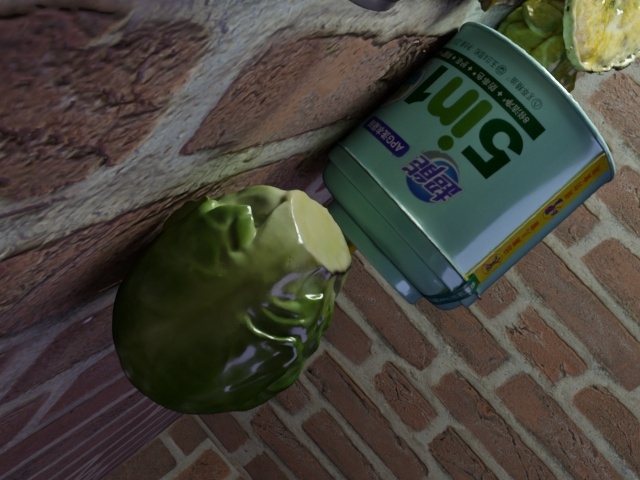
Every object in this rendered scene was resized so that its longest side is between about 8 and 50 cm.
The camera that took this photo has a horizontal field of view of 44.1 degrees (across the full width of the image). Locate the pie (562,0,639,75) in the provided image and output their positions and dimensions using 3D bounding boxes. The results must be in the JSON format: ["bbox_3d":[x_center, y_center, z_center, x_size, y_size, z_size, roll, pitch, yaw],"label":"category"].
[{"bbox_3d":[0.435,-0.369,1.133,0.274,0.055,0.274,-21,127,-31],"label":"pie"}]

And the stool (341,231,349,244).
[{"bbox_3d":[0.000,0.000,1.464,0.110,0.096,0.096,-45,176,-24],"label":"stool"}]

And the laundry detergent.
[{"bbox_3d":[0.176,-0.080,1.055,0.305,0.287,0.287,-43,174,4],"label":"laundry detergent"}]

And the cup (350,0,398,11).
[{"bbox_3d":[0.036,-0.181,0.429,0.099,0.074,0.102,-46,173,33],"label":"cup"}]

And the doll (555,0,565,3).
[{"bbox_3d":[0.488,-0.455,1.311,0.201,0.156,0.303,-1,171,26],"label":"doll"}]

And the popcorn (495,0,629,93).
[{"bbox_3d":[0.370,-0.300,1.273,0.195,0.173,0.168,-10,119,-36],"label":"popcorn"}]

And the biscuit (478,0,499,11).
[{"bbox_3d":[0.251,-0.338,0.939,0.176,0.031,0.228,-42,176,9],"label":"biscuit"}]

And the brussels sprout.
[{"bbox_3d":[-0.089,0.058,0.779,0.244,0.244,0.244,-42,174,-5],"label":"brussels sprout"}]

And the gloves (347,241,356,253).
[{"bbox_3d":[0.024,0.005,1.683,0.294,0.116,0.133,-33,164,-24],"label":"gloves"}]
